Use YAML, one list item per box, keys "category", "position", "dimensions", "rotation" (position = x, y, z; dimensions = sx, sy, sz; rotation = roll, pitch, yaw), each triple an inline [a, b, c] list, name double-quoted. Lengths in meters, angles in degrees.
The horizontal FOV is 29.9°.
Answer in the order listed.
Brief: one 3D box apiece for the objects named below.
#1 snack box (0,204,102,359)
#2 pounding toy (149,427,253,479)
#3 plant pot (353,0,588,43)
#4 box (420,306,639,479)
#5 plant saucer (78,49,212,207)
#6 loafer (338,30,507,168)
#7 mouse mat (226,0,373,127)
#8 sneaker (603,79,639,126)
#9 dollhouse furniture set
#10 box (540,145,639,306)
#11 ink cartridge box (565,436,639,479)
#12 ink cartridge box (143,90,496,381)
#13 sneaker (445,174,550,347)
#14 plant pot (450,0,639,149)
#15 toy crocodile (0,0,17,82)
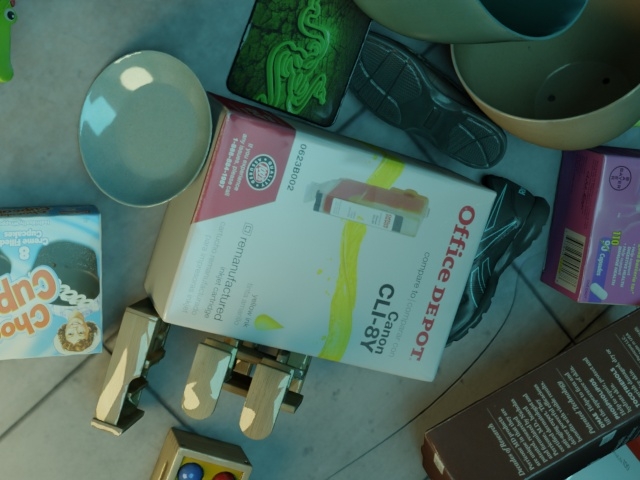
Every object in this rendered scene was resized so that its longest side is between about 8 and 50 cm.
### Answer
- category: "snack box"
  position: [-0.436, 0.056, 1.497]
  dimensions: [0.322, 0.060, 0.187]
  rotation: [-3, 105, -17]
- category: "pounding toy"
  position: [-0.162, 0.353, 1.638]
  dimensions: [0.130, 0.100, 0.141]
  rotation: [19, 97, -21]
- category: "plant pot"
  position: [0.157, -0.372, 1.454]
  dimensions: [0.293, 0.235, 0.293]
  rotation: [2, 87, -43]
- category: "box"
  position: [0.338, 0.257, 1.706]
  dimensions: [0.381, 0.191, 0.143]
  rotation: [-27, 68, -7]
- category: "plant saucer"
  position: [-0.211, -0.137, 1.490]
  dimensions: [0.195, 0.037, 0.195]
  rotation: [-1, 88, 25]
- category: "loafer"
  position: [0.135, -0.194, 1.613]
  dimensions: [0.267, 0.084, 0.096]
  rotation: [36, 118, -8]
- category: "mouse mat"
  position: [-0.023, -0.257, 1.550]
  dimensions: [0.153, 0.007, 0.189]
  rotation: [20, 99, -1]
- category: "sneaker"
  position: [0.460, -0.256, 1.701]
  dimensions: [0.094, 0.081, 0.208]
  rotation: [6, 108, -26]
- category: "dollhouse furniture set"
  position: [-0.148, 0.193, 1.550]
  dimensions: [0.242, 0.212, 0.161]
  rotation: [19, 97, 6]
- category: "box"
  position: [0.468, -0.020, 1.736]
  dimensions: [0.243, 0.117, 0.213]
  rotation: [4, 102, -19]
- category: "ink cartridge box"
  position: [0.499, 0.400, 1.868]
  dimensions: [0.385, 0.091, 0.308]
  rotation: [-42, 112, -3]
- category: "ink cartridge box"
  position: [0.000, 0.000, 1.567]
  dimensions: [0.385, 0.160, 0.279]
  rotation: [15, 99, -21]
- category: "sneaker"
  position: [0.210, 0.030, 1.690]
  dimensions: [0.106, 0.101, 0.267]
  rotation: [36, 83, -11]
- category: "plant pot"
  position: [0.334, -0.229, 1.583]
  dimensions: [0.284, 0.284, 0.191]
  rotation: [-43, 146, -3]
- category: "toy crocodile"
  position: [-0.412, -0.344, 1.363]
  dimensions: [0.105, 0.115, 0.340]
  rotation: [-23, 101, -45]
